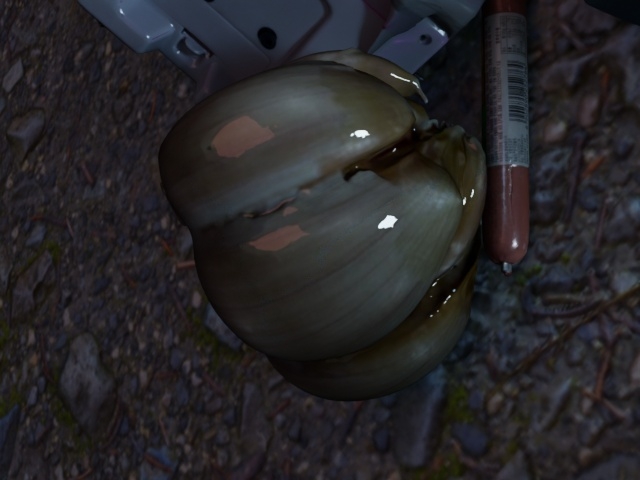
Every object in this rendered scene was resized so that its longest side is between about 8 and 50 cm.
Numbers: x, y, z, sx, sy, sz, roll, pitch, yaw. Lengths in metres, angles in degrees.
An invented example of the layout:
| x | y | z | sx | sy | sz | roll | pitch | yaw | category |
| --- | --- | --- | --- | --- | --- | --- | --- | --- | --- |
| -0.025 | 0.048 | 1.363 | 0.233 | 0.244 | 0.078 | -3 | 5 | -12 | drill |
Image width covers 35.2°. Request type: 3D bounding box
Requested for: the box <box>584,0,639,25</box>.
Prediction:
| x | y | z | sx | sy | sz | roll | pitch | yaw | category |
| --- | --- | --- | --- | --- | --- | --- | --- | --- | --- |
| 0.181 | -0.170 | 0.563 | 0.054 | 0.074 | 0.099 | -21 | 65 | 50 | box |

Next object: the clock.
| x | y | z | sx | sy | sz | roll | pitch | yaw | category |
| --- | --- | --- | --- | --- | --- | --- | --- | --- | --- |
| -0.038 | -0.173 | 0.652 | 0.186 | 0.253 | 0.083 | -40 | 15 | 42 | clock |

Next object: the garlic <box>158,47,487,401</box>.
| x | y | z | sx | sy | sz | roll | pitch | yaw | category |
| --- | --- | --- | --- | --- | --- | --- | --- | --- | --- |
| 0.000 | 0.000 | 0.587 | 0.191 | 0.160 | 0.214 | -16 | 93 | 33 | garlic |

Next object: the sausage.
| x | y | z | sx | sy | sz | roll | pitch | yaw | category |
| --- | --- | --- | --- | --- | --- | --- | --- | --- | --- |
| 0.115 | -0.087 | 0.630 | 0.029 | 0.029 | 0.223 | -9 | 74 | 42 | sausage |
